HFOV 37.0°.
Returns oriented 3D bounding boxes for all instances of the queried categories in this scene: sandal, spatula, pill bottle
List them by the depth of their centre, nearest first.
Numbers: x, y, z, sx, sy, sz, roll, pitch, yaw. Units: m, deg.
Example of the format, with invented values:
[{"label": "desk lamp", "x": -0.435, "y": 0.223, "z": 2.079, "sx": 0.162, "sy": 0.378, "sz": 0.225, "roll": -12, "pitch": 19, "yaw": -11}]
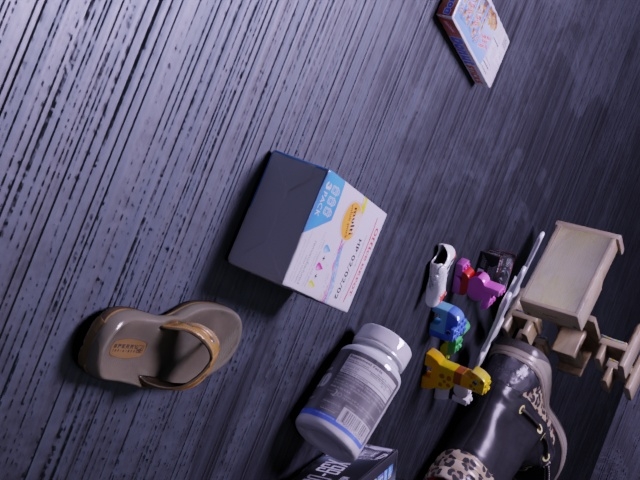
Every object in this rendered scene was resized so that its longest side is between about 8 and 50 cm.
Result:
[{"label": "sandal", "x": -0.111, "y": 0.085, "z": 0.733, "sx": 0.180, "sy": 0.049, "sz": 0.072, "roll": 11, "pitch": 99, "yaw": -63}, {"label": "pill bottle", "x": 0.039, "y": 0.162, "z": 1.033, "sx": 0.137, "sy": 0.078, "sz": 0.078, "roll": -55, "pitch": 150, "yaw": -27}, {"label": "spatula", "x": 0.276, "y": 0.093, "z": 1.426, "sx": 0.168, "sy": 0.019, "sz": 0.242, "roll": -54, "pitch": 164, "yaw": -30}]

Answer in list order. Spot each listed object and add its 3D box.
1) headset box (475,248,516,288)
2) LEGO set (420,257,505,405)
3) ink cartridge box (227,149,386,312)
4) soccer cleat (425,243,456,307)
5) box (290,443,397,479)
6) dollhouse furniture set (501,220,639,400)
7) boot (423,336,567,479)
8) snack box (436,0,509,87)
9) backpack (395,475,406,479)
[{"label": "headset box", "x": 0.256, "y": 0.047, "z": 1.405, "sx": 0.083, "sy": 0.032, "sz": 0.062, "roll": -1, "pitch": 110, "yaw": -60}, {"label": "LEGO set", "x": 0.201, "y": 0.153, "z": 1.310, "sx": 0.087, "sy": 0.093, "sz": 0.227, "roll": -34, "pitch": 137, "yaw": -49}, {"label": "ink cartridge box", "x": 0.000, "y": 0.000, "z": 0.865, "sx": 0.181, "sy": 0.061, "sz": 0.104, "roll": 30, "pitch": 82, "yaw": -63}, {"label": "soccer cleat", "x": 0.149, "y": 0.043, "z": 1.212, "sx": 0.035, "sy": 0.029, "sz": 0.083, "roll": 31, "pitch": 77, "yaw": -54}, {"label": "box", "x": -0.011, "y": 0.375, "z": 1.014, "sx": 0.307, "sy": 0.076, "sz": 0.243, "roll": -13, "pitch": 107, "yaw": -65}, {"label": "dollhouse furniture set", "x": 0.425, "y": 0.110, "z": 1.563, "sx": 0.161, "sy": 0.212, "sz": 0.242, "roll": -57, "pitch": 143, "yaw": -22}, {"label": "boot", "x": 0.293, "y": 0.375, "z": 1.586, "sx": 0.284, "sy": 0.138, "sz": 0.377, "roll": -52, "pitch": 145, "yaw": -33}, {"label": "snack box", "x": 0.174, "y": -0.236, "z": 1.067, "sx": 0.064, "sy": 0.022, "sz": 0.178, "roll": -66, "pitch": 153, "yaw": -6}, {"label": "backpack", "x": 0.070, "y": 0.405, "z": 1.222, "sx": 0.152, "sy": 0.115, "sz": 0.182, "roll": 11, "pitch": 102, "yaw": -65}]
